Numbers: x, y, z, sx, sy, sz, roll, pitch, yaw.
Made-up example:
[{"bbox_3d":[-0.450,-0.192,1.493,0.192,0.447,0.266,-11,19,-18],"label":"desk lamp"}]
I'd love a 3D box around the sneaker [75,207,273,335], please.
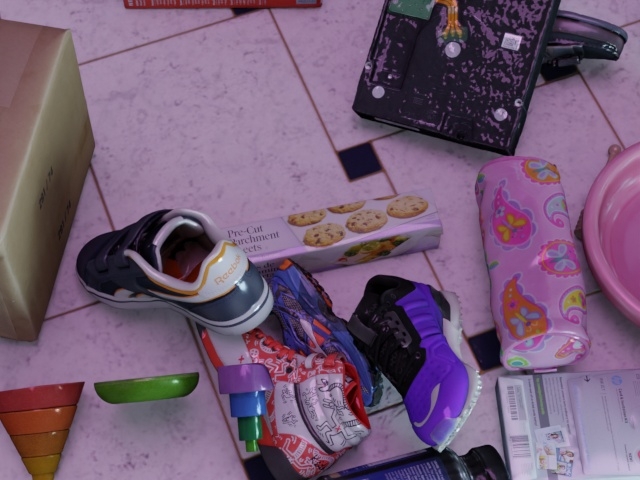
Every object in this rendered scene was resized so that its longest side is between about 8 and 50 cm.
[{"bbox_3d":[-0.203,0.018,1.691,0.321,0.127,0.126,11,53,38],"label":"sneaker"}]

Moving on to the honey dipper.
[{"bbox_3d":[0.384,-0.070,1.861,0.030,0.030,0.160,19,59,10],"label":"honey dipper"}]

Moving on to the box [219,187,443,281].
[{"bbox_3d":[0.000,0.000,1.800,0.324,0.063,0.067,-10,61,-6],"label":"box"}]

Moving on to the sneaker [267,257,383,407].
[{"bbox_3d":[0.000,0.129,1.731,0.087,0.083,0.221,-41,70,6],"label":"sneaker"}]

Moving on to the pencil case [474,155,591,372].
[{"bbox_3d":[0.271,0.028,1.747,0.124,0.124,0.284,-4,59,-2],"label":"pencil case"}]

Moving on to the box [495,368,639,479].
[{"bbox_3d":[0.319,0.236,1.685,0.186,0.038,0.145,-4,61,-1],"label":"box"}]

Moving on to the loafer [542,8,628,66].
[{"bbox_3d":[0.284,-0.283,1.948,0.302,0.109,0.095,12,81,13],"label":"loafer"}]

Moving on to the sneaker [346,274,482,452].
[{"bbox_3d":[0.098,0.136,1.631,0.146,0.102,0.293,26,24,-16],"label":"sneaker"}]

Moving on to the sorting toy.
[{"bbox_3d":[-0.228,0.225,1.634,0.365,0.127,0.126,-7,85,15],"label":"sorting toy"}]

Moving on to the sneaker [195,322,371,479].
[{"bbox_3d":[-0.041,0.157,1.673,0.145,0.090,0.270,-34,70,11],"label":"sneaker"}]

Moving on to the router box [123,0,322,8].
[{"bbox_3d":[-0.147,-0.512,2.071,0.301,0.082,0.335,0,61,0],"label":"router box"}]

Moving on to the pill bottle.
[{"bbox_3d":[0.110,0.312,1.592,0.219,0.123,0.123,-13,62,-12],"label":"pill bottle"}]

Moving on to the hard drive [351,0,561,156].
[{"bbox_3d":[0.204,-0.307,1.888,0.237,0.064,0.339,15,87,17],"label":"hard drive"}]

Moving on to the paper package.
[{"bbox_3d":[-0.415,-0.074,1.701,0.168,0.309,0.325,9,62,2],"label":"paper package"}]

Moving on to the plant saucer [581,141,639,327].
[{"bbox_3d":[0.505,0.011,1.777,0.332,0.084,0.332,1,58,-1],"label":"plant saucer"}]
